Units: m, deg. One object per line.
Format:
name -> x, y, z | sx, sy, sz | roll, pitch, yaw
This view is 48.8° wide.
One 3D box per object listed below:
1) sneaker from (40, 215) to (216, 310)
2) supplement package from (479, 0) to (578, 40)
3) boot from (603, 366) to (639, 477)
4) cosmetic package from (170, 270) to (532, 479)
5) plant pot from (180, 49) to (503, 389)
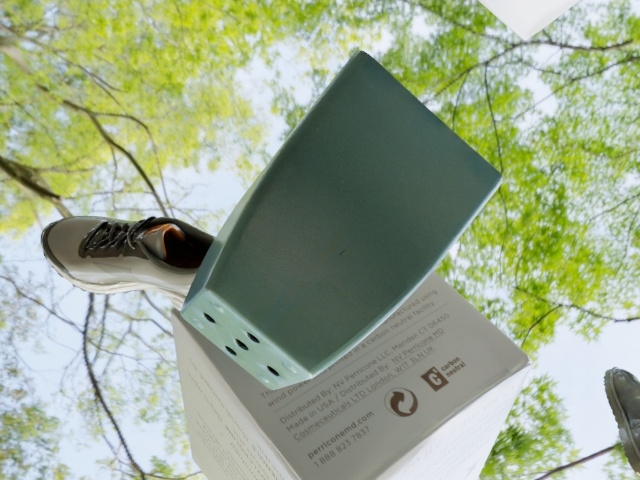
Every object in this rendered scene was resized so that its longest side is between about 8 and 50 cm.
sneaker -> -0.201, 0.009, 0.797 | 0.272, 0.108, 0.100 | 12, -127, 19
supplement package -> 0.159, -0.368, 0.640 | 0.175, 0.177, 0.293 | -35, -115, 28
boot -> 0.472, 0.193, 0.871 | 0.208, 0.076, 0.189 | -37, -154, 26
cosmetic package -> 0.025, 0.244, 0.985 | 0.329, 0.393, 0.327 | -29, -125, -27
plant pot -> 0.000, 0.000, 0.604 | 0.165, 0.166, 0.234 | 41, -116, -6
